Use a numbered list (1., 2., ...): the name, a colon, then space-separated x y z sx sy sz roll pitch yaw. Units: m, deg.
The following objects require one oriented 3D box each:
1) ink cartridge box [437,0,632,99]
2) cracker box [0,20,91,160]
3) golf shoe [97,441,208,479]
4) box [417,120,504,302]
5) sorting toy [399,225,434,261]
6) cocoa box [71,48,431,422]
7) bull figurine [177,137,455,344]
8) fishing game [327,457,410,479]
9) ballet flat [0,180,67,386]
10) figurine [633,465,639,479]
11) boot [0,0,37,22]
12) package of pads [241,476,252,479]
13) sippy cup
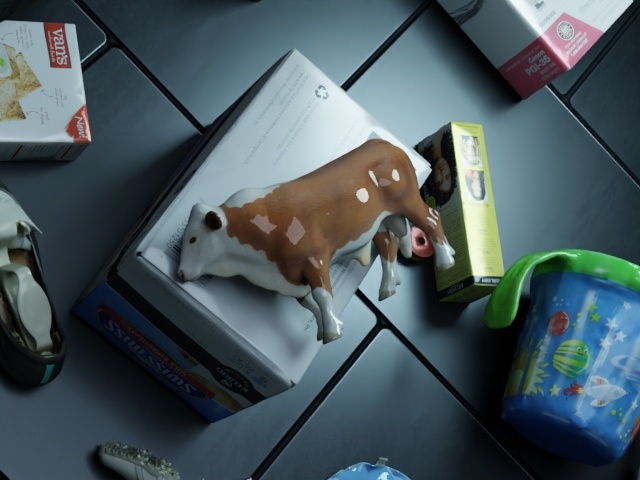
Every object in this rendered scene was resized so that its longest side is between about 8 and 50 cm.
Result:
1. ink cartridge box: 0.288 -0.383 2.025 0.283 0.117 0.207 48 57 -5
2. cracker box: -0.393 -0.175 1.606 0.232 0.067 0.156 -2 73 -30
3. golf shoe: -0.181 0.291 1.553 0.176 0.069 0.086 28 89 0
4. box: 0.189 -0.038 1.864 0.058 0.087 0.232 3 69 -30
5. sorting toy: 0.060 -0.097 1.838 0.274 0.046 0.132 35 59 -13
6. cocoa box: -0.079 -0.002 1.616 0.231 0.228 0.347 41 58 -11
7. bull figurine: 0.000 0.000 1.465 0.310 0.101 0.188 -29 92 -32
8. fishing game: 0.080 0.353 1.674 0.264 0.041 0.189 6 59 -29
9. ballet flat: -0.345 0.024 1.541 0.095 0.096 0.280 -21 82 -32
10. figurine: 0.473 0.431 1.850 0.215 0.092 0.209 35 63 -13
11. boot: -0.407 -0.411 1.600 0.284 0.138 0.377 45 34 -4
12. package of pads: -0.085 0.323 1.611 0.050 0.032 0.083 -26 85 -36
13. sippy cup: 0.350 0.164 1.809 0.305 0.240 0.224 25 70 8
